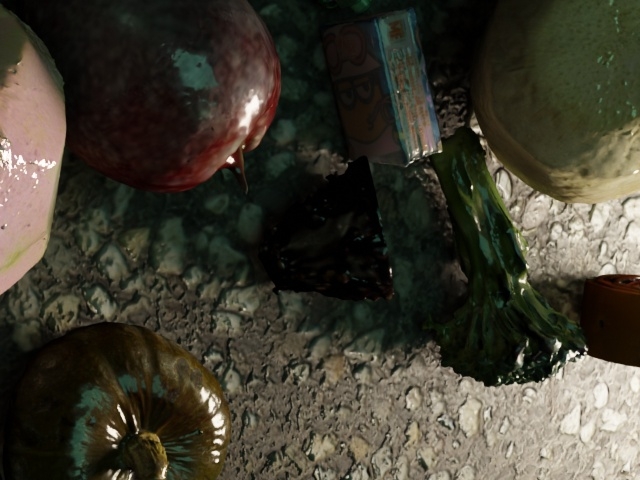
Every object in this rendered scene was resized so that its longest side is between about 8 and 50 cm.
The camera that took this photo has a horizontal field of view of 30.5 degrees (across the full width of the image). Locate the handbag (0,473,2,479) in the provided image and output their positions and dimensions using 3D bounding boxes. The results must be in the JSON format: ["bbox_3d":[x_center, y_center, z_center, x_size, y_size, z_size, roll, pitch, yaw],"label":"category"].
[{"bbox_3d":[-0.403,0.249,0.984,0.275,0.088,0.244,-24,109,-32],"label":"handbag"}]

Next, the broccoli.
[{"bbox_3d":[0.193,0.020,1.331,0.165,0.145,0.304,-20,92,-34],"label":"broccoli"}]

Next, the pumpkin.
[{"bbox_3d":[-0.187,0.184,1.074,0.219,0.162,0.219,-7,102,-34],"label":"pumpkin"}]

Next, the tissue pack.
[{"bbox_3d":[0.065,-0.160,1.229,0.065,0.115,0.155,-19,105,-27],"label":"tissue pack"}]

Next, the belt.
[{"bbox_3d":[0.408,0.095,1.413,0.261,0.184,0.105,3,93,-61],"label":"belt"}]

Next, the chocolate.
[{"bbox_3d":[0.000,0.000,1.210,0.133,0.156,0.156,-11,102,-1],"label":"chocolate"}]

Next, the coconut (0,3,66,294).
[{"bbox_3d":[-0.322,-0.060,0.925,0.233,0.245,0.233,11,49,-13],"label":"coconut"}]

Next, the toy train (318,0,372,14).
[{"bbox_3d":[0.007,-0.321,1.209,0.178,0.071,0.104,51,57,-24],"label":"toy train"}]

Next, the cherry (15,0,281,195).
[{"bbox_3d":[-0.151,-0.164,1.027,0.203,0.230,0.300,-35,96,20],"label":"cherry"}]

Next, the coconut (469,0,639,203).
[{"bbox_3d":[0.306,-0.185,1.293,0.329,0.329,0.328,-3,96,-33],"label":"coconut"}]
